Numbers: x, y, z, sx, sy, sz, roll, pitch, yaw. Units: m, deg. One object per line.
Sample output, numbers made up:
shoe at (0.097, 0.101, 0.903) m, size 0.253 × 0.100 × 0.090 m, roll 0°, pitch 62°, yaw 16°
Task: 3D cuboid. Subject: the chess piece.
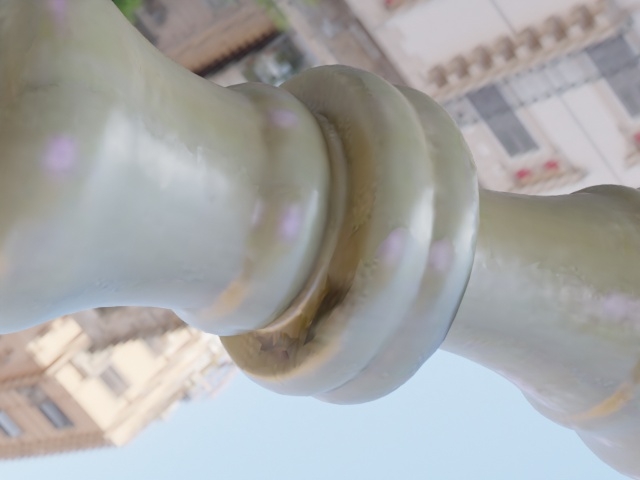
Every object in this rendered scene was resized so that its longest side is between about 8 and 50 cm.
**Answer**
chess piece at (0.000, 0.000, 0.436) m, size 0.117 × 0.397 × 0.117 m, roll -26°, pitch -123°, yaw 49°
